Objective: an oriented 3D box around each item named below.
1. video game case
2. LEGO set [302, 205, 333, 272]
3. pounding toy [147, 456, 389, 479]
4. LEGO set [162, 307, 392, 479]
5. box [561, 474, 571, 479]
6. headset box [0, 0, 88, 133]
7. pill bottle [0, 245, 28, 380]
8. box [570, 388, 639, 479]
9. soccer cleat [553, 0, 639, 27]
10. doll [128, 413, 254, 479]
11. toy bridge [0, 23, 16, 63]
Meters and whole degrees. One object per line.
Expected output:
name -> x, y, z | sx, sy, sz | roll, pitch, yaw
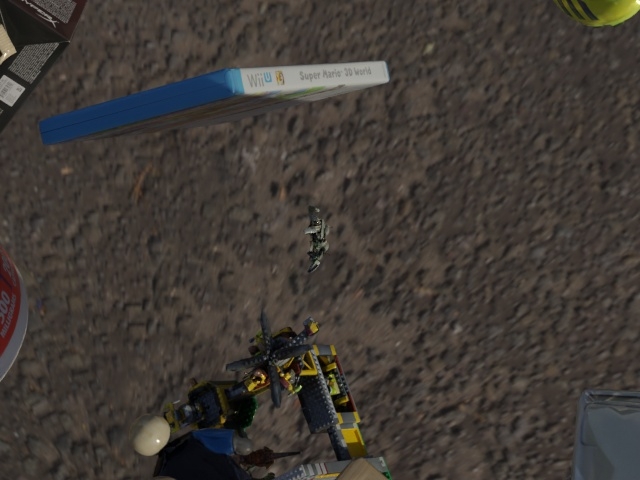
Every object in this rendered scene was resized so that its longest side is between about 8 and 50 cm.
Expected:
video game case -> -0.051, -0.075, 0.681 | 0.119, 0.166, 0.015 | -10, 94, 30
LEGO set -> 0.000, -0.002, 1.064 | 0.023, 0.083, 0.054 | 3, 101, 5
pounding toy -> -0.022, 0.212, 0.737 | 0.206, 0.094, 0.181 | 40, 76, 9
LEGO set -> -0.065, 0.256, 1.407 | 0.255, 0.192, 0.331 | -22, 73, 31
box -> 0.285, 0.256, 0.907 | 0.232, 0.127, 0.148 | 11, 72, 1
headset box -> -0.394, -0.281, 1.662 | 0.110, 0.218, 0.293 | 34, 32, -20
pill bottle -> -0.347, -0.004, 0.897 | 0.181, 0.323, 0.181 | -7, 55, 11
box -> 0.194, 0.115, 0.488 | 0.094, 0.275, 0.113 | 1, 83, 36
soccer cleat -> 0.317, -0.367, 1.680 | 0.093, 0.121, 0.289 | -46, 40, 7
doll -> -0.097, 0.226, 1.113 | 0.129, 0.046, 0.189 | -44, 90, 4
toy bridge -> -0.397, -0.153, 1.318 | 0.188, 0.026, 0.063 | -35, 114, -21
